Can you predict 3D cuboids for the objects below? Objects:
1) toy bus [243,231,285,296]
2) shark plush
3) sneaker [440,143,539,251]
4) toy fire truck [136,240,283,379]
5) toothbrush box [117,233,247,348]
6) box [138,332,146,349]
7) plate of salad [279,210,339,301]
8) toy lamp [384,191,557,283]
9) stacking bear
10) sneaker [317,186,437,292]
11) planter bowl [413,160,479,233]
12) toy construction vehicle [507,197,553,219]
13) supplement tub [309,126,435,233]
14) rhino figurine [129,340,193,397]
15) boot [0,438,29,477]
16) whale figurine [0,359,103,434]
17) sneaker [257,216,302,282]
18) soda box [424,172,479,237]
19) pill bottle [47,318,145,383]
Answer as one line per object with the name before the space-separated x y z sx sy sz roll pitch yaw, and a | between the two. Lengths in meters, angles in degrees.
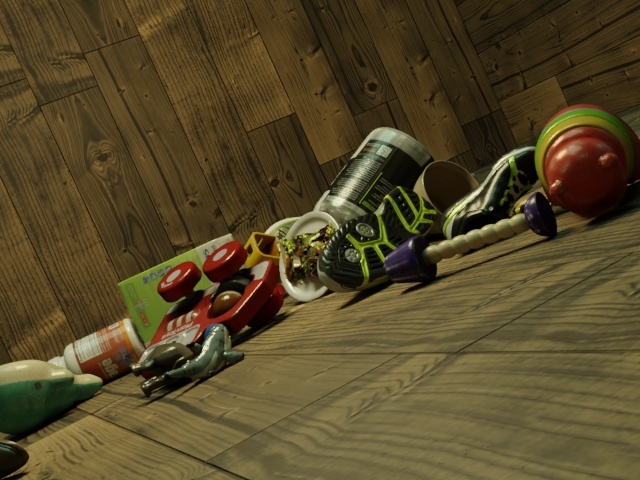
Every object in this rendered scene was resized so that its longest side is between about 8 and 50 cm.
toy bus | -0.174 0.073 2.350 0.104 0.202 0.191 11 -7 -34
shark plush | -0.205 0.197 1.533 0.161 0.067 0.073 -26 4 -41
sneaker | 0.313 -0.061 1.601 0.235 0.084 0.097 -45 34 11
toy fire truck | -0.224 0.156 1.891 0.302 0.169 0.254 -24 27 27
toothbrush box | -0.314 0.136 2.249 0.283 0.206 0.122 -24 2 14
box | -0.435 0.258 2.472 0.054 0.059 0.169 -28 4 -37
plate of salad | -0.029 0.032 1.986 0.048 0.199 0.200 16 -28 -41
toy lamp | 0.224 0.003 1.433 0.275 0.080 0.080 -24 2 30
stacking bear | 0.409 -0.116 1.421 0.175 0.164 0.289 -24 7 20
sneaker | 0.108 0.028 1.788 0.385 0.145 0.147 -32 -23 -54
planter bowl | 0.265 -0.079 2.031 0.162 0.162 0.109 -27 -13 -40
toy construction vehicle | 0.365 -0.044 1.644 0.098 0.035 0.086 -35 7 -41
supplement tub | 0.113 -0.088 2.115 0.316 0.193 0.193 -53 13 -20
rhino figurine | -0.279 0.223 1.653 0.106 0.073 0.243 -29 2 -12
boot | -0.542 0.368 1.386 0.219 0.082 0.106 -19 26 23
whale figurine | -0.589 0.335 1.943 0.216 0.141 0.272 -22 -21 32
sneaker | 0.000 0.000 2.497 0.410 0.158 0.182 -31 22 -18
soda box | 0.255 -0.061 2.234 0.286 0.098 0.091 -23 3 21
pill bottle | -0.531 0.283 2.201 0.216 0.121 0.121 -25 3 -7
